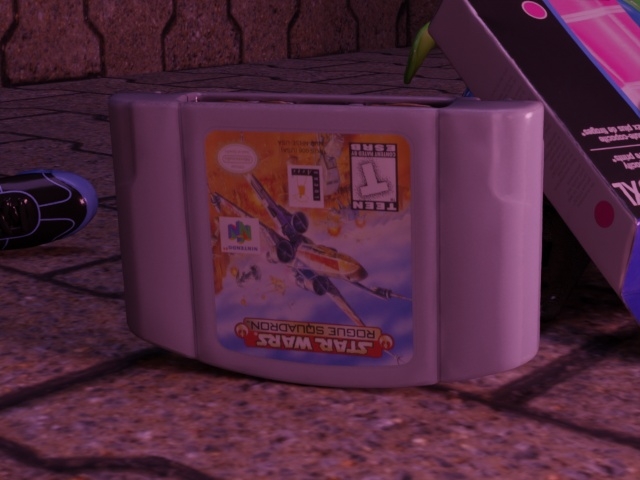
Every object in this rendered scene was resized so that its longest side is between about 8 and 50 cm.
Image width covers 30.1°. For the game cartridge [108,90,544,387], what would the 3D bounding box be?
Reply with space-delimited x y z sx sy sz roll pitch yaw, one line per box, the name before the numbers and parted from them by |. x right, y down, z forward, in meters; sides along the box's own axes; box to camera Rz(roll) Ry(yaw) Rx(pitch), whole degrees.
game cartridge | 0.000 0.000 0.805 0.297 0.198 0.062 3 13 18

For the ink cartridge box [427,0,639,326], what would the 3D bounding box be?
ink cartridge box | 0.248 -0.075 0.966 0.175 0.069 0.371 -7 53 -31

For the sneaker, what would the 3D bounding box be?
sneaker | -0.341 -0.019 1.177 0.232 0.081 0.090 -7 16 3

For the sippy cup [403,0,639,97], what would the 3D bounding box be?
sippy cup | 0.247 -0.132 1.261 0.305 0.240 0.224 0 39 39

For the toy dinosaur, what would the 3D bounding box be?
toy dinosaur | 0.223 -0.034 1.042 0.160 0.121 0.313 -30 3 28
